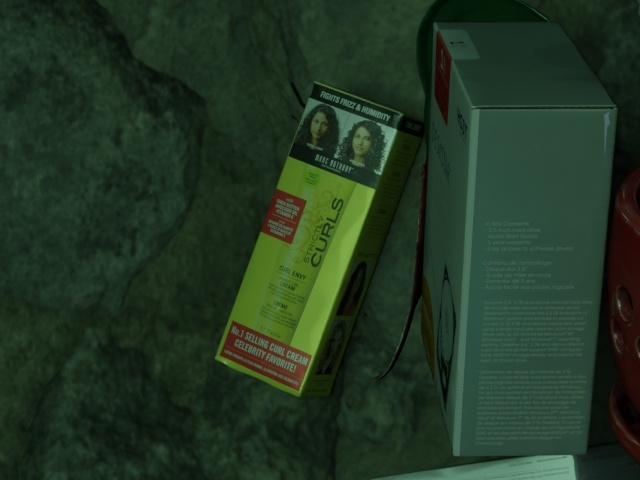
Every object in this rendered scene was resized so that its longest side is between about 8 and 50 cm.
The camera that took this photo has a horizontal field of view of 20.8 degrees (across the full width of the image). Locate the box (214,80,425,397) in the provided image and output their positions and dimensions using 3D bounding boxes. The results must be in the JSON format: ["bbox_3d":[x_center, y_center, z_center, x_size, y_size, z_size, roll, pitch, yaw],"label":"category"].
[{"bbox_3d":[0.000,0.000,1.353,0.087,0.058,0.232,23,97,24],"label":"box"}]

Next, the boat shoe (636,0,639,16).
[{"bbox_3d":[0.303,-0.030,1.184,0.156,0.136,0.367,-42,80,21],"label":"boat shoe"}]

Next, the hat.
[{"bbox_3d":[0.089,-0.045,1.216,0.173,0.183,0.208,-16,110,57],"label":"hat"}]

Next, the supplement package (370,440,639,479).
[{"bbox_3d":[0.151,0.247,1.189,0.149,0.194,0.203,-12,82,25],"label":"supplement package"}]

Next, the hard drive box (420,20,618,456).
[{"bbox_3d":[0.121,-0.006,1.113,0.089,0.181,0.232,0,112,-4],"label":"hard drive box"}]

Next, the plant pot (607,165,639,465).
[{"bbox_3d":[0.261,0.056,1.045,0.191,0.191,0.174,18,118,25],"label":"plant pot"}]
